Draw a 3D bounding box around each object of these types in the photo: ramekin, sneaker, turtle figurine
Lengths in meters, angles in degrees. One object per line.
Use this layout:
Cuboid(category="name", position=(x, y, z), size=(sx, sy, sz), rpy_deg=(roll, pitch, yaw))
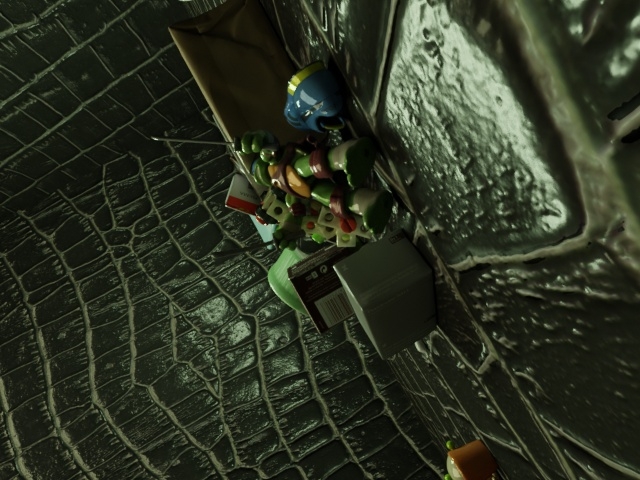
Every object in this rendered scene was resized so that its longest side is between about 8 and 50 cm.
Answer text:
Cuboid(category="ramekin", position=(-0.007, 0.114, 1.436), size=(0.304, 0.148, 0.303), rpy_deg=(25, -159, -10))
Cuboid(category="sneaker", position=(-0.005, -0.184, 0.636), size=(0.082, 0.069, 0.209), rpy_deg=(57, 177, -2))
Cuboid(category="sneaker", position=(0.000, 0.000, 1.373), size=(0.077, 0.179, 0.071), rpy_deg=(-95, 14, -75))
Cuboid(category="turtle figurine", position=(-0.051, -0.064, 0.639), size=(0.267, 0.275, 0.197), rpy_deg=(9, 106, 40))

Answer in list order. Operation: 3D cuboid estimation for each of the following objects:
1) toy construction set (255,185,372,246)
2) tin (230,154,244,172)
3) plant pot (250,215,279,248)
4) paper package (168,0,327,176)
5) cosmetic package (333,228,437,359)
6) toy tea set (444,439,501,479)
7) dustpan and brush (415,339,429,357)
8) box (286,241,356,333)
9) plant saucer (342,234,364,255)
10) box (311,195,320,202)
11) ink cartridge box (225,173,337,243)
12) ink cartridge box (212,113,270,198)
Cuboid(category="toy construction set", position=(-0.014, -0.057, 0.893), size=(0.215, 0.151, 0.328), rpy_deg=(33, -178, -13))
Cuboid(category="tin", position=(-0.231, -0.232, 1.470), size=(0.190, 0.040, 0.106), rpy_deg=(41, 178, 14))
Cuboid(category="plant pot", position=(-0.166, -0.154, 1.910), size=(0.247, 0.247, 0.252), rpy_deg=(59, 158, 17))
Cuboid(category="paper package", position=(-0.144, -0.294, 0.906), size=(0.309, 0.168, 0.325), rpy_deg=(60, 177, -10))
Cuboid(category="cosmetic package", position=(0.120, 0.101, 0.736), size=(0.107, 0.127, 0.238), rpy_deg=(58, 178, 33))
Cuboid(category="toy tea set", position=(0.401, 0.620, 0.977), size=(0.199, 0.124, 0.336), rpy_deg=(62, 176, -26))
Cuboid(category="dustpan and brush", position=(0.202, 0.205, 1.086), size=(0.147, 0.060, 0.211), rpy_deg=(95, 152, -67))
Cuboid(category="box", position=(0.021, 0.118, 1.154), size=(0.166, 0.169, 0.203), rpy_deg=(61, 176, -6))
Cuboid(category="plant saucer", position=(0.114, 0.067, 1.192), size=(0.188, 0.045, 0.188), rpy_deg=(56, 175, 49))
Cuboid(category="box", position=(-0.094, -0.170, 1.511), size=(0.091, 0.130, 0.170), rpy_deg=(61, 177, -33))
Cuboid(category="ink cartridge box", position=(-0.103, -0.096, 1.196), size=(0.309, 0.091, 0.385), rpy_deg=(19, -175, -13))
Cuboid(category="ink cartridge box", position=(-0.154, -0.266, 1.187), size=(0.370, 0.176, 0.069), rpy_deg=(58, 175, 34))
